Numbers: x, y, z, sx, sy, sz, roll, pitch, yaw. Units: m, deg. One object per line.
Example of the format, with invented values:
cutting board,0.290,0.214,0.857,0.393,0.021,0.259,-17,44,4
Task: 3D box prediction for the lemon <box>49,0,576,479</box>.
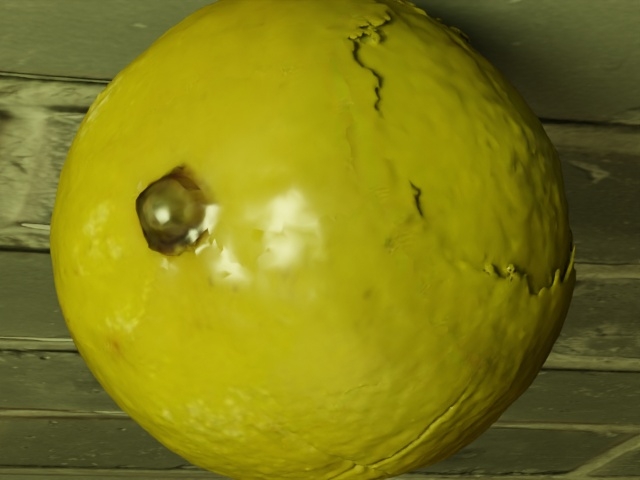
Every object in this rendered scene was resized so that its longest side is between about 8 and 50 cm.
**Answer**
lemon,0.000,-0.001,0.864,0.297,0.297,0.297,-3,158,-1
